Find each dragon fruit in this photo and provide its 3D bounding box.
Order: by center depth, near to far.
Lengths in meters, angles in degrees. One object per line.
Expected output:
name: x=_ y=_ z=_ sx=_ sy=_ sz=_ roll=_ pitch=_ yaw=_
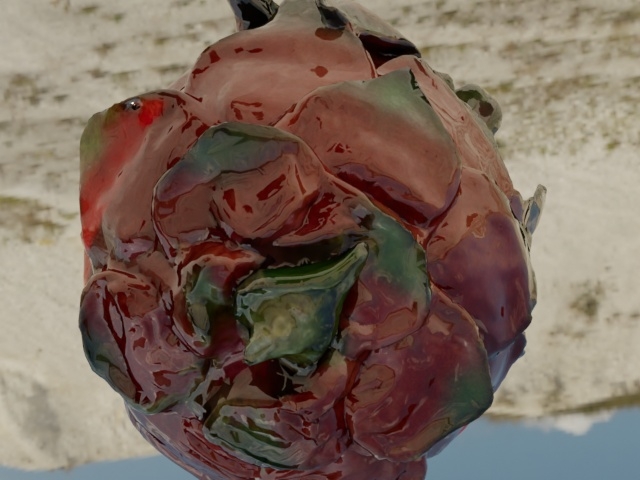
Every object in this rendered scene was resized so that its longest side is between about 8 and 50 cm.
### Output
dragon fruit: x=0.000 y=0.000 z=0.451 sx=0.192 sy=0.193 sz=0.274 roll=29 pitch=-158 yaw=1
